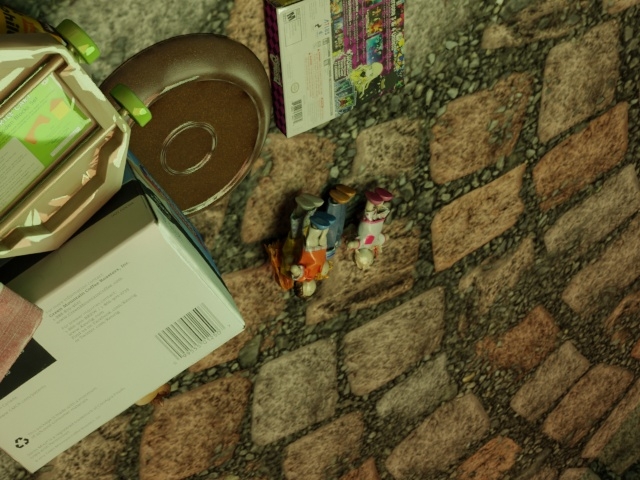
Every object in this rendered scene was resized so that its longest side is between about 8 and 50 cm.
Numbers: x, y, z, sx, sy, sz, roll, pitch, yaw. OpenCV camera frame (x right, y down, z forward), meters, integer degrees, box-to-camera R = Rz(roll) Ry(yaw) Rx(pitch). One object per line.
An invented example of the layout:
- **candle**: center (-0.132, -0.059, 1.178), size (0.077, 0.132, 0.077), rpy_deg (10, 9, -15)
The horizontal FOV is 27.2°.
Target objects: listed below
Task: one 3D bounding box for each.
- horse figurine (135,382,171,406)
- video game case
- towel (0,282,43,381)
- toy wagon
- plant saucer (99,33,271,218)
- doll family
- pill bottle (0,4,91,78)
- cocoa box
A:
- **horse figurine**: center (-0.318, 0.219, 1.943), size (0.263, 0.174, 0.066), rpy_deg (3, 84, -41)
- **video game case**: center (0.025, -0.278, 1.867), size (0.210, 0.042, 0.232), rpy_deg (-27, 140, -20)
- **towel**: center (-0.484, 0.091, 1.413), size (0.329, 0.037, 0.237), rpy_deg (40, 74, -31)
- **toy wagon**: center (-0.349, -0.127, 1.458), size (0.267, 0.068, 0.344), rpy_deg (-45, 140, -8)
- **plant saucer**: center (-0.190, -0.136, 1.811), size (0.311, 0.050, 0.310), rpy_deg (-25, 140, -23)
- **doll family**: center (0.000, 0.000, 2.080), size (0.263, 0.118, 0.163), rpy_deg (-23, 135, -52)
- **pill bottle**: center (-0.371, -0.210, 1.518), size (0.215, 0.117, 0.117), rpy_deg (17, 113, -49)
- **cocoa box**: center (-0.320, 0.076, 1.691), size (0.347, 0.228, 0.231), rpy_deg (-35, 131, 2)
